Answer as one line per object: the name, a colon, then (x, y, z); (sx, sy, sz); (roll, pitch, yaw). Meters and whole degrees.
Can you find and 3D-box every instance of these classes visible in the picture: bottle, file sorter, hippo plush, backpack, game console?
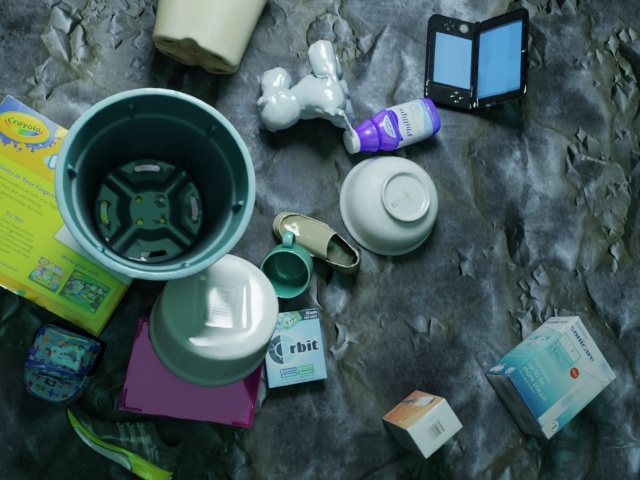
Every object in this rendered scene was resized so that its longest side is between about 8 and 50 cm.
bottle: (0.203, -0.320, 1.623); (0.282, 0.092, 0.118); (-19, 87, -18)
file sorter: (-0.301, 0.308, 1.337); (0.290, 0.182, 0.202); (13, 77, -15)
hippo plush: (-0.043, -0.364, 1.531); (0.236, 0.234, 0.294); (-15, 66, 12)
backpack: (-0.597, 0.288, 1.293); (0.158, 0.117, 0.173); (25, 78, -10)
game console: (0.462, -0.554, 1.692); (0.250, 0.173, 0.293); (8, 79, -15)

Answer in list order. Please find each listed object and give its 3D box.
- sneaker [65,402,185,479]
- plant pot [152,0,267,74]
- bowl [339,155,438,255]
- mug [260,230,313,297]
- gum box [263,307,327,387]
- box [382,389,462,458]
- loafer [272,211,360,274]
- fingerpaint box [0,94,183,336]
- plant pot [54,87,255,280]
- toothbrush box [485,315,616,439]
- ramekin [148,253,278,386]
sneaker: (-0.454, 0.457, 1.324); (0.300, 0.111, 0.121); (38, 64, -13)
plant pot: (-0.278, -0.607, 1.436); (0.333, 0.334, 0.306); (16, 88, -13)
bowl: (0.213, -0.111, 1.574); (0.297, 0.134, 0.298); (3, 80, -16)
mug: (-0.076, 0.062, 1.463); (0.129, 0.097, 0.158); (37, 108, -4)
gum box: (-0.073, 0.279, 1.480); (0.156, 0.041, 0.185); (-5, 82, -16)
box: (0.261, 0.474, 1.477); (0.130, 0.170, 0.091); (-34, 93, -18)
loafer: (0.000, 0.000, 1.517); (0.268, 0.092, 0.102); (27, 75, -10)
fingerpaint box: (-0.609, -0.047, 1.314); (0.444, 0.163, 0.371); (31, 75, -12)
plant pot: (-0.334, -0.086, 1.144); (0.341, 0.334, 0.341); (2, 84, -19)
toothbrush box: (0.661, 0.387, 1.629); (0.295, 0.126, 0.216); (-32, 91, -19)
ramekin: (-0.223, 0.163, 1.228); (0.277, 0.135, 0.277); (11, 57, -17)
